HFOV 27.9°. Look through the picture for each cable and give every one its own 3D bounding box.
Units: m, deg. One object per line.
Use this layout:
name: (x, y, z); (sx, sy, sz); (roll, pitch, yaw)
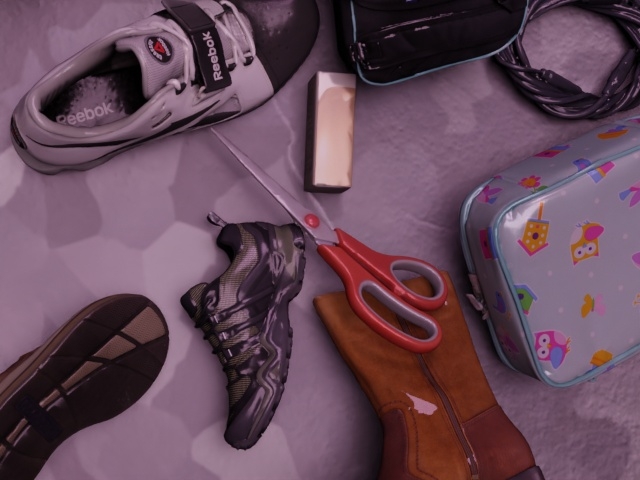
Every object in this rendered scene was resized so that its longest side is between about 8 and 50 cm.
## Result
cable: (0.270, -0.200, 1.362); (0.184, 0.047, 0.151); (-14, 93, -15)

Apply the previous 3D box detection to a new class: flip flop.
flip flop: (-0.258, 0.147, 1.198); (0.277, 0.080, 0.112); (-44, 125, -19)

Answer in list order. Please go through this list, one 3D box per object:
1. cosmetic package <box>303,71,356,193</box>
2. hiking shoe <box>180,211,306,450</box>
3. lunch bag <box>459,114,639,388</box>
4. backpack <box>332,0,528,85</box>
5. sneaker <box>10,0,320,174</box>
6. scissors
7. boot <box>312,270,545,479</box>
cosmetic package: (0.009, -0.107, 1.288); (0.041, 0.060, 0.115); (3, 86, -10)
hiking shoe: (-0.083, 0.088, 1.250); (0.114, 0.086, 0.227); (10, 74, -2)
lunch bag: (0.278, 0.014, 1.288); (0.279, 0.108, 0.224); (-25, 110, -16)
backpack: (0.104, -0.252, 1.262); (0.188, 0.144, 0.166); (-12, 116, -5)
sneaker: (-0.135, -0.162, 1.222); (0.330, 0.146, 0.122); (-30, 90, -14)
scissors: (0.000, 0.000, 1.234); (0.297, 0.021, 0.109); (34, 48, -5)
boot: (0.058, 0.164, 1.201); (0.264, 0.096, 0.280); (-15, 64, -18)
